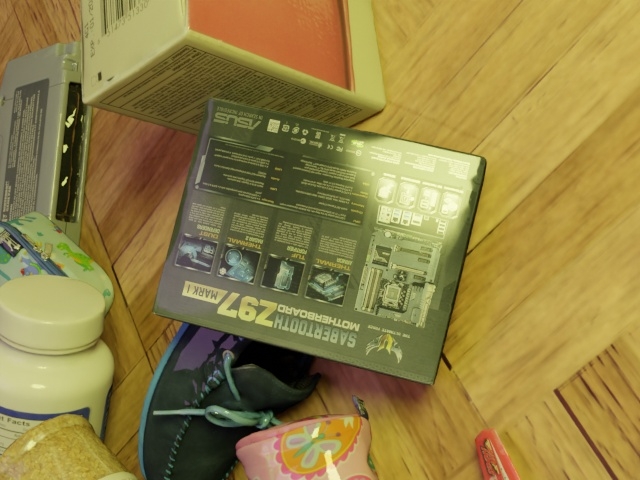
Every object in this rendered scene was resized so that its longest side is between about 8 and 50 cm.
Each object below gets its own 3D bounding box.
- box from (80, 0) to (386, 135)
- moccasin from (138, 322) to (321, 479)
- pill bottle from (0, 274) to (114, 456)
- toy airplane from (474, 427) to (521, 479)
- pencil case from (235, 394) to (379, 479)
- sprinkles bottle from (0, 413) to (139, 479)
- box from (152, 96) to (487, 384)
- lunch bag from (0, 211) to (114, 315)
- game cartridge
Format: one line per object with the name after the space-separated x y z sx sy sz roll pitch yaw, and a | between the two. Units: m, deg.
-0.075 -0.175 0.774 0.149 0.232 0.126 -20 69 40 | box
-0.061 0.107 0.780 0.117 0.138 0.341 35 108 37 | moccasin
-0.310 0.181 0.958 0.152 0.152 0.271 32 118 42 | pill bottle
0.132 0.223 0.647 0.151 0.028 0.151 -11 74 43 | toy airplane
0.018 0.276 0.684 0.124 0.124 0.284 -32 62 36 | pencil case
-0.159 0.314 0.791 0.355 0.121 0.121 39 110 26 | sprinkles bottle
0.000 0.000 0.701 0.233 0.059 0.183 13 85 9 | box
-0.366 0.088 1.076 0.176 0.090 0.219 43 116 8 | lunch bag
-0.391 -0.112 1.193 0.198 0.062 0.297 -3 81 48 | game cartridge
